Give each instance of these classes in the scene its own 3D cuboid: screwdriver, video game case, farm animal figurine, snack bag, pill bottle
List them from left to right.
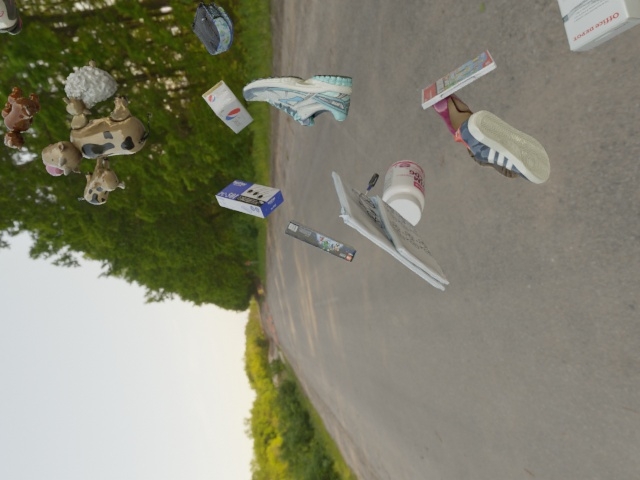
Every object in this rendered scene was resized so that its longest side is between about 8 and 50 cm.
[{"bbox_3d":[-0.561,-0.220,0.999,0.330,0.327,0.172,58,-170,-60],"label":"farm animal figurine"},{"bbox_3d":[0.156,-0.161,1.415,0.024,0.169,0.025,19,159,37],"label":"screwdriver"},{"bbox_3d":[0.173,-0.045,1.099,0.343,0.037,0.323,34,-158,-21],"label":"snack bag"},{"bbox_3d":[0.324,-0.179,1.597,0.283,0.161,0.160,-73,-18,-49],"label":"pill bottle"},{"bbox_3d":[0.528,-0.627,1.603,0.025,0.285,0.204,51,-149,-23],"label":"video game case"}]

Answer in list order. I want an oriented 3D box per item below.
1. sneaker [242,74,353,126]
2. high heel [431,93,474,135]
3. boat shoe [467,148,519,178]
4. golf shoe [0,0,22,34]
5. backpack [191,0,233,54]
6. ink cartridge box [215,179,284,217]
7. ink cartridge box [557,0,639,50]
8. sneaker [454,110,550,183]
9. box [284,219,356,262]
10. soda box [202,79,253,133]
[{"bbox_3d":[-0.061,-0.350,1.038,0.110,0.283,0.122,-54,-35,-68],"label":"sneaker"},{"bbox_3d":[0.613,-0.519,1.775,0.127,0.378,0.181,-59,25,16],"label":"high heel"},{"bbox_3d":[0.729,-0.352,1.680,0.341,0.110,0.121,-121,24,-47],"label":"boat shoe"},{"bbox_3d":[-0.683,-0.552,0.803,0.120,0.105,0.272,-2,118,59],"label":"golf shoe"},{"bbox_3d":[-0.300,-0.605,1.183,0.114,0.084,0.105,58,145,0],"label":"backpack"},{"bbox_3d":[-0.224,-0.134,1.294,0.207,0.097,0.046,16,138,35],"label":"ink cartridge box"},{"bbox_3d":[0.729,-0.634,1.086,0.153,0.087,0.208,-16,86,64],"label":"ink cartridge box"},{"bbox_3d":[0.608,-0.299,1.389,0.350,0.131,0.148,33,161,-12],"label":"sneaker"},{"bbox_3d":[0.000,0.000,1.363,0.159,0.233,0.044,-88,22,-87],"label":"box"},{"bbox_3d":[-0.270,-0.392,1.227,0.069,0.074,0.216,53,-177,1],"label":"soda box"}]
